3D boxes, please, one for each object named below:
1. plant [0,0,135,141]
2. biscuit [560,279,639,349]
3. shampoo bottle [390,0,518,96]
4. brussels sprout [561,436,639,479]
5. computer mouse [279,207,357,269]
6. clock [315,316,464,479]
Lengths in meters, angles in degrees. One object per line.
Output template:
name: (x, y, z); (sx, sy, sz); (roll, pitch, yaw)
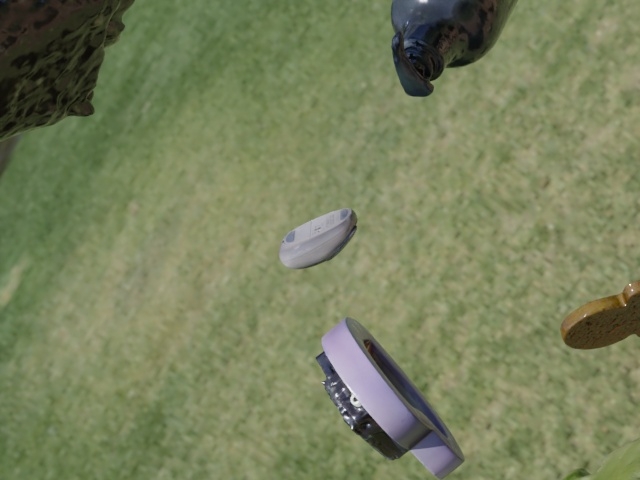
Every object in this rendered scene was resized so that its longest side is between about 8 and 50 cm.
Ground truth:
plant: (-0.195, -0.140, 0.822); (0.194, 0.129, 0.132); (-48, -14, -48)
biscuit: (0.500, 0.114, 2.139); (0.236, 0.180, 0.039); (-20, 58, 7)
shampoo bottle: (0.125, -0.225, 1.183); (0.101, 0.101, 0.284); (-33, 20, 46)
brussels sprout: (0.286, 0.316, 1.090); (0.281, 0.289, 0.354); (-41, 18, 41)
computer mouse: (0.001, 0.002, 1.435); (0.096, 0.039, 0.066); (-24, 19, 10)
clock: (0.052, 0.150, 1.285); (0.064, 0.198, 0.172); (-40, 48, 3)
